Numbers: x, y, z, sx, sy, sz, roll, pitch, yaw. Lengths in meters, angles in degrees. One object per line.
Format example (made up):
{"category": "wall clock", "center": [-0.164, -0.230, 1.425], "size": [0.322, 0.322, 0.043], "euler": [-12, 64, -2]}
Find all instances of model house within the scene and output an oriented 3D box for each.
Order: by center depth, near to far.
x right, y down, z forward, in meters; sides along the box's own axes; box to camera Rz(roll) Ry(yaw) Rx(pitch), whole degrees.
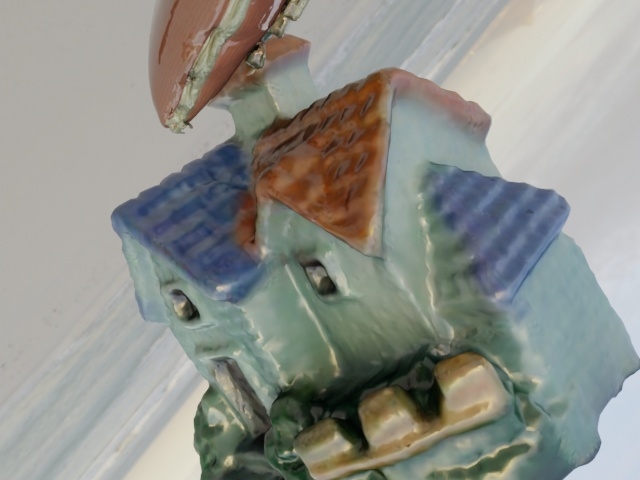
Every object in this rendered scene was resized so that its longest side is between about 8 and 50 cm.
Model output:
{"category": "model house", "center": [0.000, 0.000, 0.471], "size": [0.251, 0.329, 0.294], "euler": [-34, -166, -36]}

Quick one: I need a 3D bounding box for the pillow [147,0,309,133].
{"category": "pillow", "center": [-0.047, -0.172, 0.394], "size": [0.171, 0.075, 0.179], "euler": [-34, -135, 54]}
